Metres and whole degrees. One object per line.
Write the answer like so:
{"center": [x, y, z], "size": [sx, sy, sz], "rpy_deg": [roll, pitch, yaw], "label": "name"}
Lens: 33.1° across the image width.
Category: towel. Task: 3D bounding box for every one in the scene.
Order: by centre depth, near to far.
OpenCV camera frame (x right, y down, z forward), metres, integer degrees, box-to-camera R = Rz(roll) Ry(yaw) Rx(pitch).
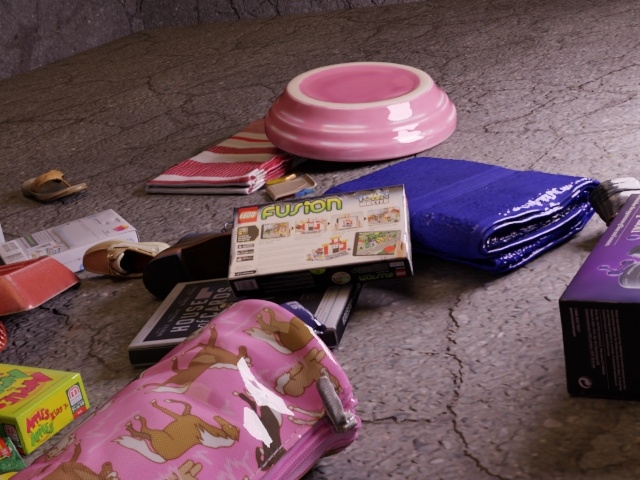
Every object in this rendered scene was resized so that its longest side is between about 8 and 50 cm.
{"center": [0.169, -0.035, 1.358], "size": [0.228, 0.076, 0.308], "rpy_deg": [-21, 22, -35], "label": "towel"}
{"center": [-0.121, -0.154, 1.894], "size": [0.237, 0.037, 0.329], "rpy_deg": [1, 24, 35], "label": "towel"}

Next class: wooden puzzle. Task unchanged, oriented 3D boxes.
{"center": [-0.046, -0.081, 1.685], "size": [0.079, 0.014, 0.116], "rpy_deg": [-17, 20, -2], "label": "wooden puzzle"}

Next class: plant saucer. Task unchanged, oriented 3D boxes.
{"center": [-0.460, 0.072, 1.364], "size": [0.258, 0.047, 0.259], "rpy_deg": [-12, 6, 2], "label": "plant saucer"}
{"center": [0.067, -0.232, 1.849], "size": [0.332, 0.084, 0.332], "rpy_deg": [-3, 26, 1], "label": "plant saucer"}

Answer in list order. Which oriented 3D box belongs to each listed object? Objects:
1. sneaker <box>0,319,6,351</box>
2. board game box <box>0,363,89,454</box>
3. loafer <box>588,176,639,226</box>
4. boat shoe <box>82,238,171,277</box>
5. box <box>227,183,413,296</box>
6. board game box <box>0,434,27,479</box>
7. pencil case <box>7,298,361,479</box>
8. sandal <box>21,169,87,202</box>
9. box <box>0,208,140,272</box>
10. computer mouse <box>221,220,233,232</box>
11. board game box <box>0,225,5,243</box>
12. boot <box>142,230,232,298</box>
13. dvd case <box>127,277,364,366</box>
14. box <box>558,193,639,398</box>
{"center": [-0.426, 0.139, 1.246], "size": [0.067, 0.064, 0.175], "rpy_deg": [-15, 9, 14], "label": "sneaker"}
{"center": [-0.341, 0.170, 1.121], "size": [0.181, 0.043, 0.092], "rpy_deg": [1, 23, 33], "label": "board game box"}
{"center": [0.403, -0.041, 1.271], "size": [0.170, 0.062, 0.061], "rpy_deg": [-9, 58, -12], "label": "loafer"}
{"center": [-0.266, 0.026, 1.461], "size": [0.135, 0.050, 0.045], "rpy_deg": [-6, 15, 17], "label": "boat shoe"}
{"center": [0.000, 0.000, 1.243], "size": [0.207, 0.036, 0.114], "rpy_deg": [-7, 49, 10], "label": "box"}
{"center": [-0.296, 0.247, 0.908], "size": [0.136, 0.030, 0.260], "rpy_deg": [-19, 21, -24], "label": "board game box"}
{"center": [-0.123, 0.188, 0.788], "size": [0.167, 0.160, 0.386], "rpy_deg": [-42, -3, 41], "label": "pencil case"}
{"center": [-0.490, -0.104, 1.945], "size": [0.072, 0.049, 0.180], "rpy_deg": [-27, 25, -36], "label": "sandal"}
{"center": [-0.374, 0.011, 1.583], "size": [0.186, 0.038, 0.145], "rpy_deg": [-20, 22, -20], "label": "box"}
{"center": [-0.056, -0.004, 1.442], "size": [0.106, 0.042, 0.193], "rpy_deg": [-14, 14, -20], "label": "computer mouse"}
{"center": [-0.625, -0.082, 1.711], "size": [0.097, 0.224, 0.303], "rpy_deg": [-23, 23, -34], "label": "board game box"}
{"center": [-0.111, 0.010, 1.370], "size": [0.219, 0.082, 0.106], "rpy_deg": [-9, 22, 15], "label": "boot"}
{"center": [-0.079, 0.083, 1.230], "size": [0.239, 0.029, 0.179], "rpy_deg": [-6, 20, 14], "label": "dvd case"}
{"center": [0.348, 0.044, 0.990], "size": [0.184, 0.103, 0.261], "rpy_deg": [3, 24, 29], "label": "box"}
